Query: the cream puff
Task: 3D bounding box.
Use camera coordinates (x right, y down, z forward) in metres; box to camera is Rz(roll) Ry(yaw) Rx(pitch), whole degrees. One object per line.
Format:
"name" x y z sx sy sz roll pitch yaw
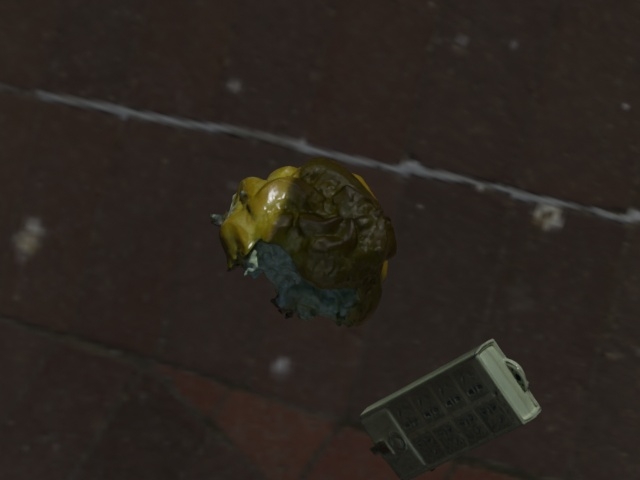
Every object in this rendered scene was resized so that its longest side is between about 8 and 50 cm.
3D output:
"cream puff" 0.001 0.000 1.511 0.156 0.156 0.121 2 59 34

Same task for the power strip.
"power strip" 0.065 0.097 1.016 0.051 0.019 0.136 55 140 -1
